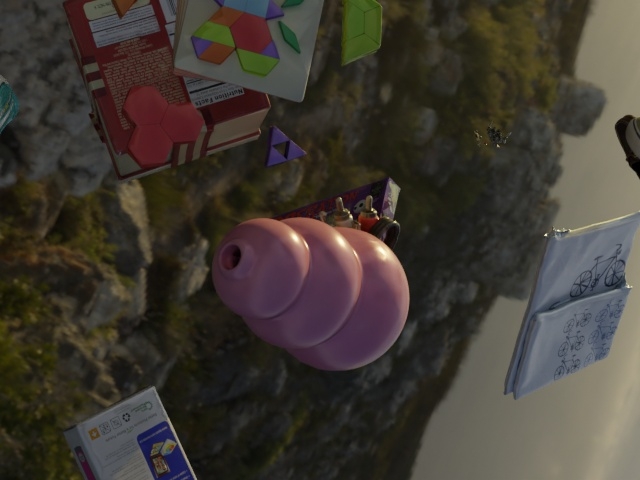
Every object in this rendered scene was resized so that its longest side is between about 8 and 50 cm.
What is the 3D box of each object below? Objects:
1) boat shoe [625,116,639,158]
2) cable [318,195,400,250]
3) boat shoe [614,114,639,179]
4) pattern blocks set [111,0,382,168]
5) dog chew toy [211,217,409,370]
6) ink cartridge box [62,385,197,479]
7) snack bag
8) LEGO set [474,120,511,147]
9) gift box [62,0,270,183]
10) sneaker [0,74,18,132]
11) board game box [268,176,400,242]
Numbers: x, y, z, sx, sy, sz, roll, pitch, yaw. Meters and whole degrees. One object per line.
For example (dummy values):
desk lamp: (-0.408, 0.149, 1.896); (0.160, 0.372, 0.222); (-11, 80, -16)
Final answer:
boat shoe: (0.659, -0.156, 1.784); (0.302, 0.109, 0.094); (-112, -142, -52)
cable: (0.058, 0.058, 1.637); (0.139, 0.072, 0.287); (-17, 128, -28)
boat shoe: (0.709, -0.181, 2.156); (0.073, 0.207, 0.073); (-28, 165, -21)
pattern blocks set: (-0.073, -0.233, 0.990); (0.026, 0.286, 0.324); (155, -68, -72)
dog chew toy: (-0.020, 0.061, 1.335); (0.332, 0.207, 0.206); (26, 86, -53)
ink cartridge box: (-0.301, 0.462, 1.757); (0.176, 0.370, 0.069); (-24, 176, -44)
snack bag: (0.488, 0.114, 1.853); (0.323, 0.037, 0.342); (-12, 121, -40)
LEGO set: (0.331, -0.202, 1.922); (0.023, 0.054, 0.083); (-24, 177, -42)
gift box: (-0.217, -0.251, 1.408); (0.258, 0.255, 0.276); (147, -72, -79)
sneaker: (-0.429, -0.068, 1.112); (0.275, 0.107, 0.110); (-57, 162, -1)
board game box: (0.000, 0.000, 2.078); (0.056, 0.347, 0.208); (47, 43, -30)
